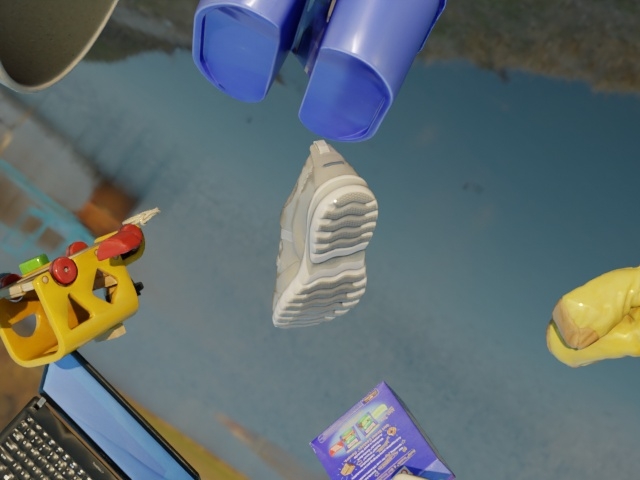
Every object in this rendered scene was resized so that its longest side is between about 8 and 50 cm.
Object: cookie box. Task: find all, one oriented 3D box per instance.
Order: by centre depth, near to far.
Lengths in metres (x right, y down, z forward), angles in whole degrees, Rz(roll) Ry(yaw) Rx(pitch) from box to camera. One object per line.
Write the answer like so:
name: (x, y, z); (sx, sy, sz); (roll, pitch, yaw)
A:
cookie box: (0.053, 0.194, 1.107); (0.040, 0.092, 0.107); (45, -173, -42)

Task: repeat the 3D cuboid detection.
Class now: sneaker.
sneaker: (0.000, 0.000, 1.488); (0.281, 0.105, 0.115); (112, 145, -47)

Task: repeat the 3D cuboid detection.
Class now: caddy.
caddy: (-0.001, -0.247, 1.334); (0.241, 0.179, 0.341); (24, 166, -2)

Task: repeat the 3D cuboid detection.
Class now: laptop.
laptop: (-0.285, 0.278, 1.413); (0.234, 0.264, 0.136); (43, 180, 11)

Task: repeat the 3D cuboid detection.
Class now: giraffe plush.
giraffe plush: (0.339, 0.098, 1.179); (0.181, 0.210, 0.170); (10, -134, -61)

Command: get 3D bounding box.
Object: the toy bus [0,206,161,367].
toy bus: (-0.241, 0.056, 1.303); (0.191, 0.202, 0.104); (-144, 32, -81)

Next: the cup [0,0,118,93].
cup: (-0.307, -0.323, 1.100); (0.236, 0.331, 0.331); (21, 166, 6)

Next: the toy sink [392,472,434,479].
toy sink: (0.156, 0.265, 0.902); (0.131, 0.153, 0.234); (13, 173, -31)
